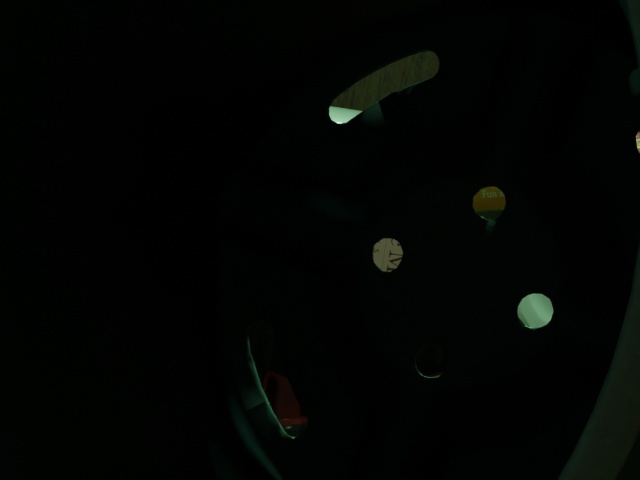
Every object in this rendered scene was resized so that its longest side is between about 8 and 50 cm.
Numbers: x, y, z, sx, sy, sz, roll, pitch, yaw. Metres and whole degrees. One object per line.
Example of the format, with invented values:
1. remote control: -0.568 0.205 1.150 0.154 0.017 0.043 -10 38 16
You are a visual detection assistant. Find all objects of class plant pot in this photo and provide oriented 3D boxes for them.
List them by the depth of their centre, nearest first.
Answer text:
1. plant pot: 0.000 0.000 0.689 0.341 0.341 0.334 12 -1 24

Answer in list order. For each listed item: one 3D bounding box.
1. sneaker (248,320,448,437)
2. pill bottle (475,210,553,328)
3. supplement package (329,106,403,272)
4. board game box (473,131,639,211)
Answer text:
1. sneaker: -0.037 0.074 0.972 0.314 0.116 0.136 14 -6 -20
2. pill bottle: 0.153 0.014 1.620 0.121 0.121 0.221 6 6 -24
3. supplement package: -0.090 -0.008 1.203 0.293 0.177 0.175 7 6 -8
4. board game box: 0.151 -0.052 1.570 0.259 0.039 0.124 -6 14 27
